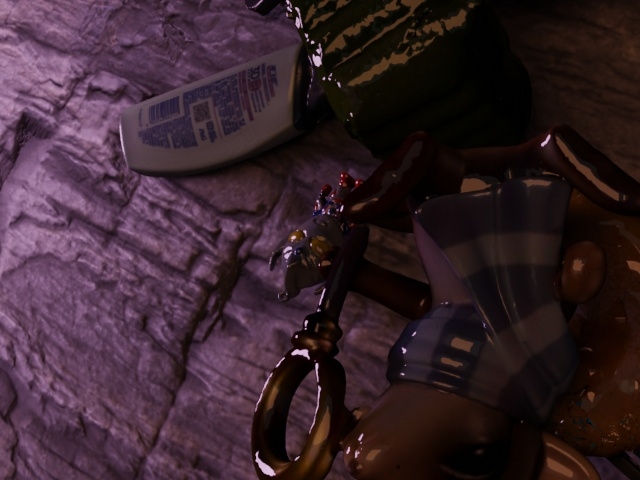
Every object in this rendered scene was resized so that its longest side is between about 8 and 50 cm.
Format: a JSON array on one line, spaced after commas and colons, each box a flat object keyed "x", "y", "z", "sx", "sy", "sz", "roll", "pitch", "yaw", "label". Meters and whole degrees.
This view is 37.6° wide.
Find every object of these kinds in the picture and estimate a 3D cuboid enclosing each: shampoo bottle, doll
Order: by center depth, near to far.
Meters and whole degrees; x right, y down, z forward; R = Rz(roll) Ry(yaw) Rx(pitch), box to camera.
[{"x": 0.100, "y": 0.076, "z": 0.775, "sx": 0.317, "sy": 0.209, "sz": 0.340, "roll": 3, "pitch": 87, "yaw": 43, "label": "doll"}, {"x": 0.000, "y": 0.000, "z": 1.254, "sx": 0.104, "sy": 0.062, "sz": 0.195, "roll": 31, "pitch": 82, "yaw": 13, "label": "doll"}, {"x": -0.124, "y": -0.180, "z": 1.358, "sx": 0.359, "sy": 0.078, "sz": 0.134, "roll": -15, "pitch": 74, "yaw": 24, "label": "shampoo bottle"}]

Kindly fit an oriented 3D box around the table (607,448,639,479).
[{"x": 0.409, "y": 0.091, "z": 0.921, "sx": 0.272, "sy": 0.222, "sz": 0.335, "roll": 43, "pitch": 99, "yaw": 29, "label": "table"}]

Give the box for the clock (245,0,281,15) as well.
[{"x": -0.035, "y": -0.497, "z": 1.335, "sx": 0.279, "sy": 0.049, "sz": 0.273, "roll": -30, "pitch": 56, "yaw": 47, "label": "clock"}]

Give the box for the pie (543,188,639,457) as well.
[{"x": 0.220, "y": 0.076, "z": 0.859, "sx": 0.273, "sy": 0.069, "sz": 0.274, "roll": -7, "pitch": 79, "yaw": 38, "label": "pie"}]

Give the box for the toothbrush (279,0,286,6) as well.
[{"x": 0.021, "y": -0.498, "z": 1.326, "sx": 0.037, "sy": 0.028, "sz": 0.375, "roll": 52, "pitch": 123, "yaw": 34, "label": "toothbrush"}]

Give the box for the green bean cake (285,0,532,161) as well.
[{"x": 0.106, "y": -0.261, "z": 1.123, "sx": 0.218, "sy": 0.319, "sz": 0.335, "roll": -26, "pitch": 70, "yaw": 17, "label": "green bean cake"}]
